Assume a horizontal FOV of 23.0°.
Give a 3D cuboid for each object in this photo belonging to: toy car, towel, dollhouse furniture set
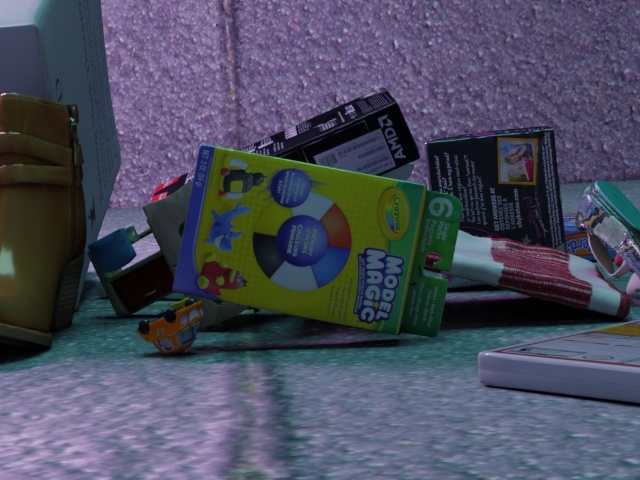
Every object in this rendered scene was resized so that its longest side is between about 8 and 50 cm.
[{"bbox_3d":[-0.109,0.069,1.328,0.060,0.041,0.122,-24,0,18],"label":"toy car"},{"bbox_3d":[0.114,0.005,1.463,0.329,0.037,0.237,14,6,1],"label":"towel"},{"bbox_3d":[-0.136,0.033,1.496,0.183,0.129,0.129,-27,-4,20],"label":"dollhouse furniture set"}]

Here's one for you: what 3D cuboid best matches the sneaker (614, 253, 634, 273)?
[{"bbox_3d":[0.396,-0.017,1.631,0.136,0.116,0.314,-2,5,31],"label":"sneaker"}]

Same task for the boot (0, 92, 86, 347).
[{"bbox_3d":[-0.268,-0.021,1.410,0.109,0.220,0.283,5,5,11],"label":"boot"}]

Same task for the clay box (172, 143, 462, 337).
[{"bbox_3d":[-0.001,0.002,1.307,0.222,0.127,0.053,10,-2,8],"label":"clay box"}]

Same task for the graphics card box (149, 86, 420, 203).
[{"bbox_3d":[-0.053,-0.095,2.195,0.371,0.094,0.233,-25,10,1],"label":"graphics card box"}]

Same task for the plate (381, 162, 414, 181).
[{"bbox_3d":[-0.008,-0.051,2.408,0.277,0.045,0.278,-20,-1,19],"label":"plate"}]

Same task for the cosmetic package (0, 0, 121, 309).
[{"bbox_3d":[-0.416,-0.144,1.736,0.327,0.329,0.394,-2,27,2],"label":"cosmetic package"}]

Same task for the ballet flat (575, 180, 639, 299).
[{"bbox_3d":[0.300,0.019,1.475,0.070,0.070,0.188,-5,37,-24],"label":"ballet flat"}]

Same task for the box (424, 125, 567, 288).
[{"bbox_3d":[0.193,-0.039,1.740,0.142,0.163,0.247,-6,4,8],"label":"box"}]

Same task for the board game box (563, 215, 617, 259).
[{"bbox_3d":[0.326,-0.005,1.939,0.210,0.047,0.160,-2,4,14],"label":"board game box"}]

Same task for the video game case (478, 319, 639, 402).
[{"bbox_3d":[0.279,0.077,1.094,0.285,0.025,0.204,-7,6,-41],"label":"video game case"}]

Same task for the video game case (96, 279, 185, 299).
[{"bbox_3d":[-0.118,0.044,1.777,0.183,0.023,0.201,0,6,34],"label":"video game case"}]
